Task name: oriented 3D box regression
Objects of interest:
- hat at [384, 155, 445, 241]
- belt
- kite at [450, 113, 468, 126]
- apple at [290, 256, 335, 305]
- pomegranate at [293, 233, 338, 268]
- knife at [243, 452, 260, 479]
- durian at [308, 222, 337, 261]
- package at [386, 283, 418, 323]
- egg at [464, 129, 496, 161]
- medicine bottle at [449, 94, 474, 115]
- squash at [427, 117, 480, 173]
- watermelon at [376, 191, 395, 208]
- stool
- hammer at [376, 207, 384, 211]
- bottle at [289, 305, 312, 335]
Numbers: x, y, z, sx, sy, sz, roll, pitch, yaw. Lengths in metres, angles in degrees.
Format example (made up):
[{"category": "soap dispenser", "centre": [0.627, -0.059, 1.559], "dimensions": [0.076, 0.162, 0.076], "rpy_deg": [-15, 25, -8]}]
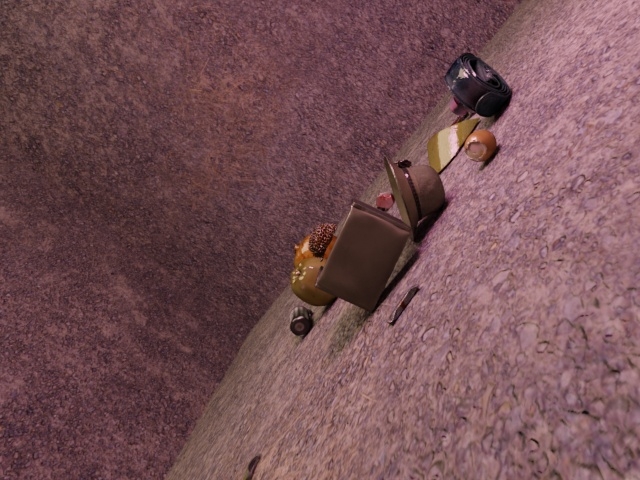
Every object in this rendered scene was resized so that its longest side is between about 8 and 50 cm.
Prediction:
[{"category": "hat", "centre": [0.278, -0.135, 1.533], "dimensions": [0.130, 0.257, 0.257], "rpy_deg": [-18, 8, 4]}, {"category": "belt", "centre": [0.499, -0.490, 1.745], "dimensions": [0.116, 0.206, 0.267], "rpy_deg": [-53, 10, 37]}, {"category": "kite", "centre": [0.570, -0.492, 2.304], "dimensions": [0.189, 0.009, 0.232], "rpy_deg": [-55, 4, -21]}, {"category": "apple", "centre": [-0.010, 0.151, 2.023], "dimensions": [0.200, 0.200, 0.200], "rpy_deg": [-52, 4, 6]}, {"category": "pomegranate", "centre": [-0.001, 0.074, 2.228], "dimensions": [0.248, 0.248, 0.248], "rpy_deg": [-52, 4, 6]}, {"category": "knife", "centre": [-0.184, 0.590, 1.341], "dimensions": [0.026, 0.022, 0.184], "rpy_deg": [-23, 15, 21]}, {"category": "durian", "centre": [-0.002, 0.001, 1.625], "dimensions": [0.110, 0.071, 0.140], "rpy_deg": [114, 176, -54]}, {"category": "package", "centre": [0.182, 0.139, 1.209], "dimensions": [0.110, 0.015, 0.037], "rpy_deg": [-54, 5, -6]}, {"category": "egg", "centre": [0.423, -0.250, 1.438], "dimensions": [0.096, 0.080, 0.080], "rpy_deg": [-35, -9, -44]}, {"category": "medicine bottle", "centre": [0.570, -0.554, 2.066], "dimensions": [0.094, 0.119, 0.188], "rpy_deg": [-54, 5, -27]}, {"category": "squash", "centre": [0.462, -0.315, 1.962], "dimensions": [0.204, 0.155, 0.237], "rpy_deg": [-15, -11, -19]}, {"category": "watermelon", "centre": [0.280, -0.164, 2.370], "dimensions": [0.092, 0.085, 0.072], "rpy_deg": [63, -146, -55]}, {"category": "stool", "centre": [0.113, 0.029, 1.513], "dimensions": [0.269, 0.170, 0.243], "rpy_deg": [-70, 5, -82]}, {"category": "hammer", "centre": [0.195, -0.045, 2.491], "dimensions": [0.297, 0.027, 0.125], "rpy_deg": [-52, 5, 11]}, {"category": "bottle", "centre": [-0.074, 0.307, 2.137], "dimensions": [0.096, 0.079, 0.254], "rpy_deg": [-14, 4, -3]}]
